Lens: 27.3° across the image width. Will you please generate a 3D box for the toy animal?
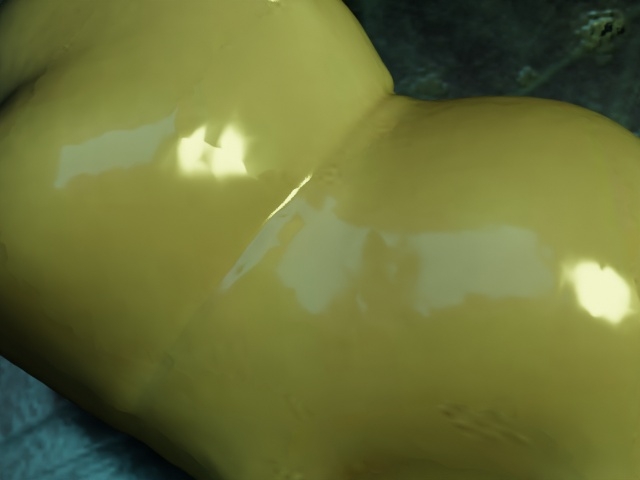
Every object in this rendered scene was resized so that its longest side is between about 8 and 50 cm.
[{"bbox_3d":[0.000,0.000,0.529,0.326,0.237,0.269,0,77,-1],"label":"toy animal"}]
